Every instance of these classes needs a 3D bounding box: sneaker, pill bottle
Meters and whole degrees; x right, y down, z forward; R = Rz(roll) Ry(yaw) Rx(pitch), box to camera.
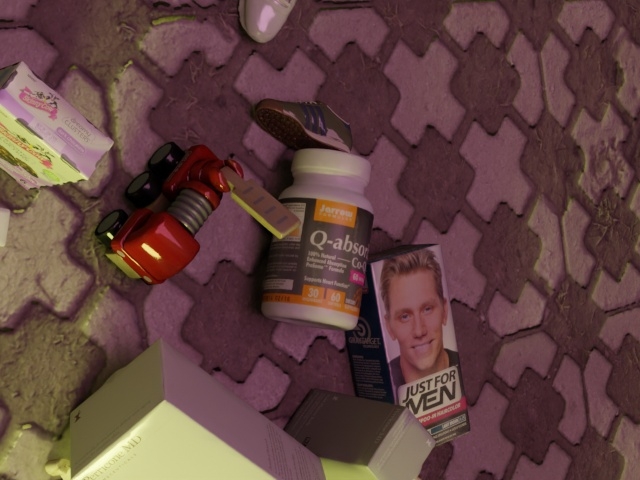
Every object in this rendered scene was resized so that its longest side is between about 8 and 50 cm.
[{"bbox_3d":[-0.025,-0.203,1.931,0.192,0.064,0.086,28,52,-25],"label":"sneaker"},{"bbox_3d":[0.000,0.000,1.873,0.162,0.162,0.279,15,80,-37],"label":"pill bottle"},{"bbox_3d":[-0.058,-0.434,1.886,0.090,0.094,0.235,32,71,-35],"label":"sneaker"}]

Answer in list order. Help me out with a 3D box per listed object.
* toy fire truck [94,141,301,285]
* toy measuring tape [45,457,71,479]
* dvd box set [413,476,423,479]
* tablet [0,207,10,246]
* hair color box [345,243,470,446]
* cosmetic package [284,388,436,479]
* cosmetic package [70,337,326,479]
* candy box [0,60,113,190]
[{"bbox_3d":[-0.175,-0.032,1.683,0.158,0.246,0.217,48,62,-26],"label":"toy fire truck"},{"bbox_3d":[-0.332,0.477,1.634,0.121,0.121,0.330,-32,100,-34],"label":"toy measuring tape"},{"bbox_3d":[0.146,0.575,1.945,0.420,0.062,0.308,36,66,-10],"label":"dvd box set"},{"bbox_3d":[-0.477,-0.024,1.599,0.083,0.006,0.054,12,81,-37],"label":"tablet"},{"bbox_3d":[0.147,0.191,2.018,0.173,0.105,0.348,-15,97,-38],"label":"hair color box"},{"bbox_3d":[0.055,0.329,1.856,0.107,0.238,0.127,50,60,-26],"label":"cosmetic package"},{"bbox_3d":[-0.171,0.335,1.687,0.197,0.155,0.365,-41,121,14],"label":"cosmetic package"},{"bbox_3d":[-0.399,-0.150,1.544,0.165,0.196,0.070,43,64,-28],"label":"candy box"}]
